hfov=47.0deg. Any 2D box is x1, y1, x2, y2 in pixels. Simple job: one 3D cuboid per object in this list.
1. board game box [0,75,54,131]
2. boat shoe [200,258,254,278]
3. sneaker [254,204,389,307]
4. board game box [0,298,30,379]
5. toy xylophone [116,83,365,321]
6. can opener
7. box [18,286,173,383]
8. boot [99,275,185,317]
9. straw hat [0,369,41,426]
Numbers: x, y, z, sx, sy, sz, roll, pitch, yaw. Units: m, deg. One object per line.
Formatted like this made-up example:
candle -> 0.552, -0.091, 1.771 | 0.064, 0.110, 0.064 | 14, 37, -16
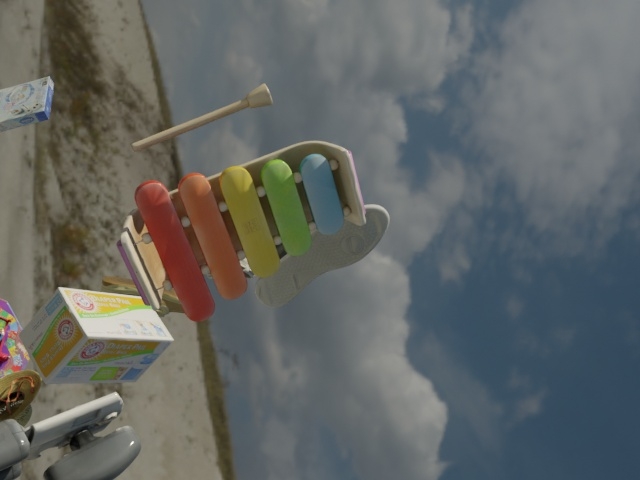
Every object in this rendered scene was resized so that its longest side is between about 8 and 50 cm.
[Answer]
board game box -> -0.460, -0.210, 1.135 | 0.020, 0.090, 0.090 | 74, 4, -48
boat shoe -> -0.201, 0.042, 1.500 | 0.267, 0.096, 0.088 | 12, 83, -73
sneaker -> -0.001, 0.000, 1.406 | 0.296, 0.104, 0.147 | -35, -158, 18
board game box -> -0.592, 0.181, 1.339 | 0.033, 0.133, 0.168 | -15, -77, 35
toy xylophone -> -0.111, -0.050, 0.941 | 0.236, 0.323, 0.081 | 64, -7, -30
can opener -> -0.307, 0.231, 0.722 | 0.095, 0.283, 0.076 | 49, -50, 21
box -> -0.359, 0.157, 1.193 | 0.114, 0.203, 0.103 | -47, -116, 14
boot -> -0.451, 0.214, 1.890 | 0.095, 0.262, 0.203 | 31, -74, 65
straw hat -> -0.533, 0.295, 1.263 | 0.144, 0.144, 0.061 | -125, -166, -56
